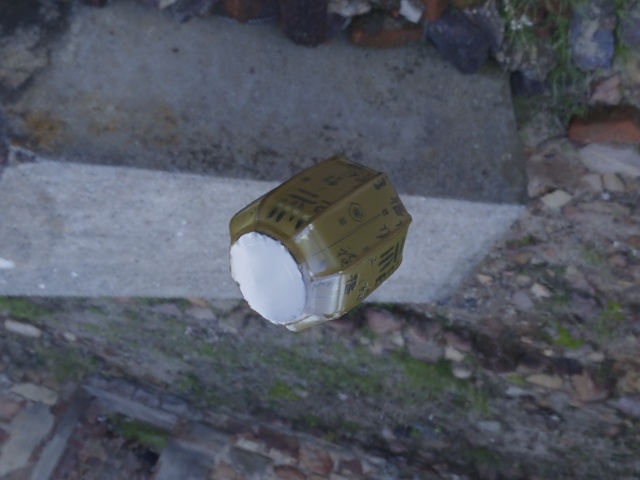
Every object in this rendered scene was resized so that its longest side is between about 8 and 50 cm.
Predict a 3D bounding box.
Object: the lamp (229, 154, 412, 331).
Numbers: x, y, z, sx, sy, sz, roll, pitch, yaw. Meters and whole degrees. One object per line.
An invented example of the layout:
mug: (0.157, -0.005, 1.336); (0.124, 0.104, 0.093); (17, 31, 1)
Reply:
lamp: (0.000, 0.000, 0.827); (0.161, 0.185, 0.161); (22, 127, 33)
